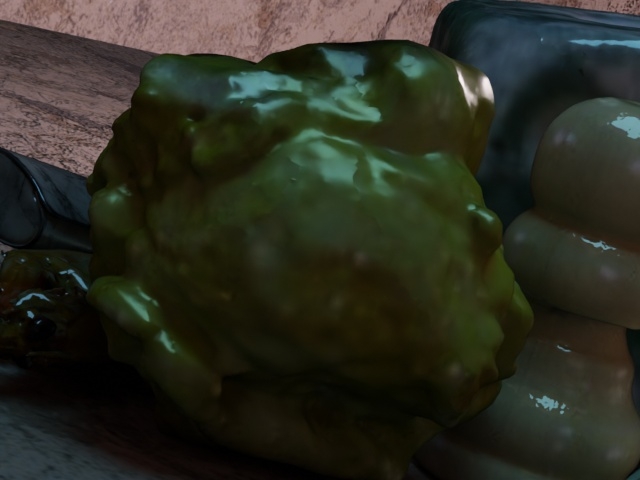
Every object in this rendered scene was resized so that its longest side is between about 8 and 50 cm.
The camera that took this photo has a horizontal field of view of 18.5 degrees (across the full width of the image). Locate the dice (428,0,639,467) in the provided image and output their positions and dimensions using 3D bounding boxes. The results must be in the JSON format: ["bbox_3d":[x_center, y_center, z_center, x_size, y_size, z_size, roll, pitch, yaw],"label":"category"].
[{"bbox_3d":[0.240,-0.016,1.667,0.328,0.348,0.330,8,10,-3],"label":"dice"}]

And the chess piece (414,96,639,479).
[{"bbox_3d":[0.188,0.045,1.430,0.167,0.299,0.167,16,12,-3],"label":"chess piece"}]

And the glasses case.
[{"bbox_3d":[-0.167,-0.007,1.639,0.114,0.060,0.299,44,13,33],"label":"glasses case"}]

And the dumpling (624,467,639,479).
[{"bbox_3d":[0.241,0.200,1.300,0.108,0.153,0.219,60,3,4],"label":"dumpling"}]

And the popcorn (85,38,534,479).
[{"bbox_3d":[-0.008,0.016,1.336,0.312,0.312,0.312,17,10,-3],"label":"popcorn"}]

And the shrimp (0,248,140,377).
[{"bbox_3d":[-0.185,0.046,1.413,0.152,0.063,0.287,36,13,19],"label":"shrimp"}]
